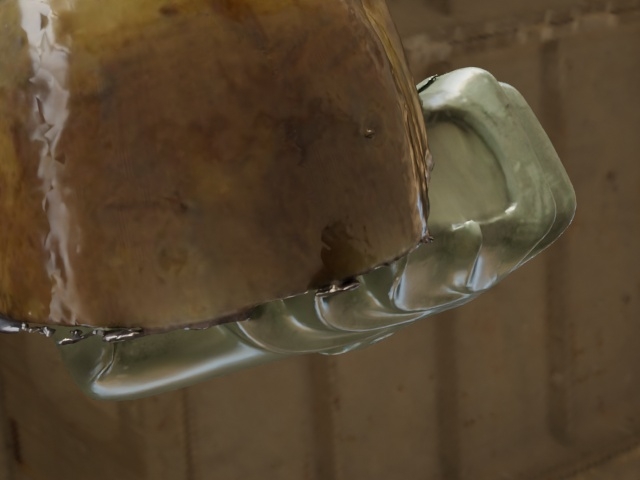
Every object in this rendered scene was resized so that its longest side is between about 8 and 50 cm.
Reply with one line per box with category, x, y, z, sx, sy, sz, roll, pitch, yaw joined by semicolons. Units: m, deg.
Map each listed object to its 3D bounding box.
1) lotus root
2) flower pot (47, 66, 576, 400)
lotus root;-0.067;-0.082;0.725;0.272;0.272;0.192;-16;-70;-36
flower pot;0.000;0.000;1.091;0.368;0.254;0.164;-13;-106;-47
